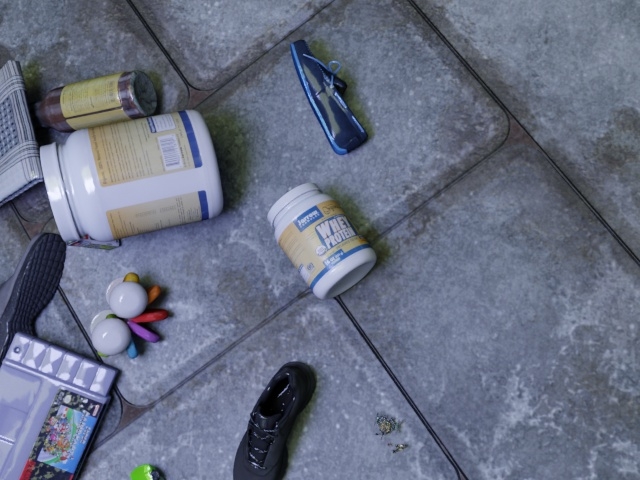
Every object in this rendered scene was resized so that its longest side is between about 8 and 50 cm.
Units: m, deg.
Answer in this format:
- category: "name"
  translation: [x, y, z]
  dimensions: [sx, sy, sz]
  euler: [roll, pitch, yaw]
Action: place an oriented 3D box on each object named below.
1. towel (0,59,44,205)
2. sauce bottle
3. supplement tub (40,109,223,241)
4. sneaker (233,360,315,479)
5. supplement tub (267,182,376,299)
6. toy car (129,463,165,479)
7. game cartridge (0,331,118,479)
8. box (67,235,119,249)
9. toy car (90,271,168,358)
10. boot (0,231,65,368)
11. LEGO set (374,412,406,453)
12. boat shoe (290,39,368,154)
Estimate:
- category: "towel"
  translation: [-0.774, -0.213, 1.583]
  dimensions: [0.324, 0.056, 0.312]
  euler: [-25, 74, 26]
- category: "sauce bottle"
  translation: [-0.539, -0.303, 1.558]
  dimensions: [0.344, 0.111, 0.111]
  euler: [-5, 78, 19]
- category: "supplement tub"
  translation: [-0.372, -0.125, 1.382]
  dimensions: [0.316, 0.228, 0.228]
  euler: [-13, 75, -14]
- category: "sneaker"
  translation: [-0.105, 0.367, 1.322]
  dimensions: [0.109, 0.130, 0.286]
  euler: [17, 85, 14]
- category: "supplement tub"
  translation: [0.000, 0.000, 1.360]
  dimensions: [0.144, 0.144, 0.199]
  euler: [-38, 74, 4]
- category: "toy car"
  translation: [-0.307, 0.550, 1.371]
  dimensions: [0.239, 0.053, 0.225]
  euler: [-30, 74, 5]
- category: "game cartridge"
  translation: [-0.589, 0.394, 1.428]
  dimensions: [0.230, 0.068, 0.355]
  euler: [22, 85, -1]
- category: "box"
  translation: [-0.504, -0.087, 1.509]
  dimensions: [0.036, 0.114, 0.207]
  euler: [-18, 74, 31]
- category: "toy car"
  translation: [-0.391, 0.165, 1.435]
  dimensions: [0.136, 0.159, 0.182]
  euler: [26, 84, -20]
- category: "boot"
  translation: [-0.721, 0.115, 1.526]
  dimensions: [0.223, 0.118, 0.338]
  euler: [17, 79, 21]
- category: "LEGO set"
  translation: [0.131, 0.365, 1.326]
  dimensions: [0.054, 0.023, 0.083]
  euler: [-15, 89, 12]
- category: "boat shoe"
  translation: [0.018, -0.306, 1.454]
  dimensions: [0.089, 0.109, 0.258]
  euler: [-25, 91, 0]
